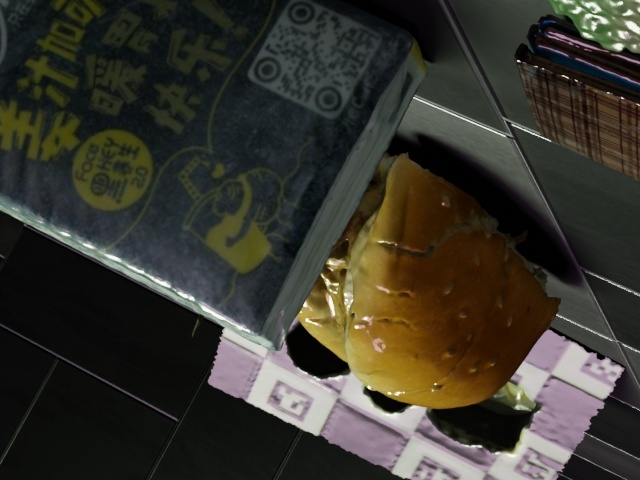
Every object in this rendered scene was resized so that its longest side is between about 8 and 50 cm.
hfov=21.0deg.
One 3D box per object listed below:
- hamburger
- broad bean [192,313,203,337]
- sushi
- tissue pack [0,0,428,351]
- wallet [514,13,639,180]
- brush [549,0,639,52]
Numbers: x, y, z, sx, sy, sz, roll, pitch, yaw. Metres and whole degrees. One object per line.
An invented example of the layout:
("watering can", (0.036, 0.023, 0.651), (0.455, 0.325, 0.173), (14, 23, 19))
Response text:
("hamburger", (0.076, 0.042, 1.251), (0.144, 0.157, 0.283), (22, 168, 38))
("broad bean", (0.034, 0.050, 1.574), (0.318, 0.098, 0.056), (-4, 145, 31))
("sushi", (0.097, 0.101, 1.731), (0.373, 0.100, 0.296), (25, 135, 5))
("tissue pack", (-0.096, -0.078, 0.954), (0.257, 0.185, 0.081), (26, 172, 15))
("wallet", (0.199, -0.030, 0.771), (0.230, 0.042, 0.124), (28, 175, 20))
("brush", (0.159, -0.088, 0.536), (0.054, 0.048, 0.282), (29, 171, -27))
